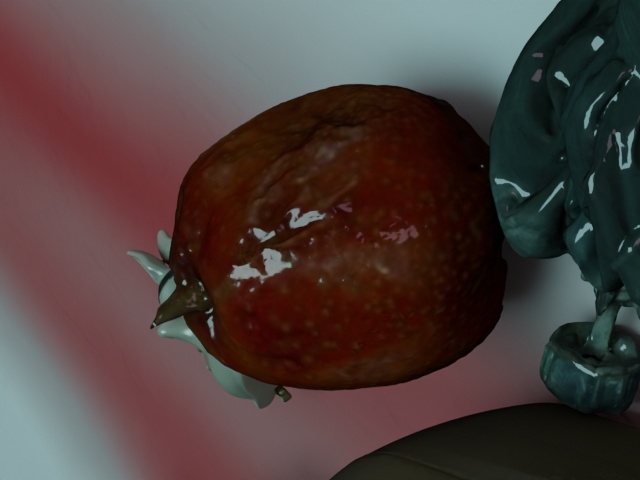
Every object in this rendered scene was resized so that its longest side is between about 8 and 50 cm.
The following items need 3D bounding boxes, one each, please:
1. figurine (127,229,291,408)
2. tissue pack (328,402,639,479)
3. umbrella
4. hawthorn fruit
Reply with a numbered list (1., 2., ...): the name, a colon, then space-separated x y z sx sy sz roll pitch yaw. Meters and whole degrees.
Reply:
1. figurine: -0.080 0.063 0.867 0.146 0.081 0.098 29 126 40
2. tissue pack: 0.100 0.296 0.594 0.267 0.276 0.387 13 116 45
3. umbrella: 0.146 -0.059 0.534 0.143 0.094 0.349 44 139 41
4. hawthorn fruit: 0.012 -0.006 0.650 0.179 0.173 0.174 8 119 3
